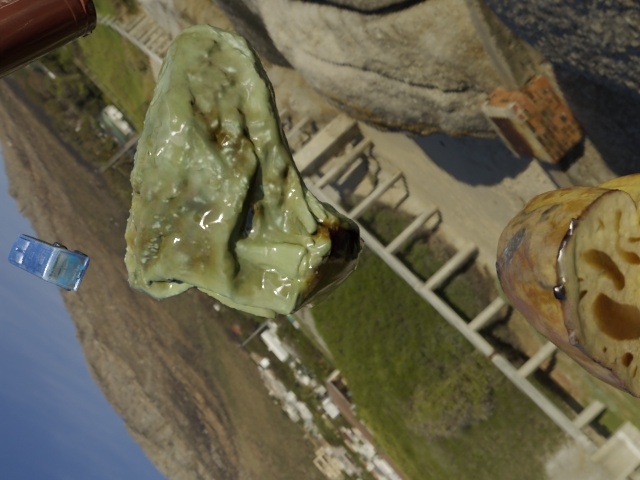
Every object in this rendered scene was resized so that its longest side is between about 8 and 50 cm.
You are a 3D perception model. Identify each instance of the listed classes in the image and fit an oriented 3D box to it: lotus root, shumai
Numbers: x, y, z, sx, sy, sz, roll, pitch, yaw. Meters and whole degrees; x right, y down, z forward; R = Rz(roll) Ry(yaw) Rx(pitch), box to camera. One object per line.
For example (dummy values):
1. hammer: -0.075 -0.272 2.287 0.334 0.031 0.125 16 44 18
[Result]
1. lotus root: 0.396 0.021 1.011 0.316 0.316 0.250 47 173 -24
2. shumai: -0.062 -0.061 0.676 0.221 0.261 0.225 6 178 -3

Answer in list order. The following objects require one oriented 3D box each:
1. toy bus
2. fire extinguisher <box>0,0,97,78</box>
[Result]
1. toy bus: -0.521 0.036 1.345 0.236 0.079 0.094 11 161 49
2. fire extinguisher: -0.451 -0.282 0.996 0.104 0.269 0.105 26 141 24
